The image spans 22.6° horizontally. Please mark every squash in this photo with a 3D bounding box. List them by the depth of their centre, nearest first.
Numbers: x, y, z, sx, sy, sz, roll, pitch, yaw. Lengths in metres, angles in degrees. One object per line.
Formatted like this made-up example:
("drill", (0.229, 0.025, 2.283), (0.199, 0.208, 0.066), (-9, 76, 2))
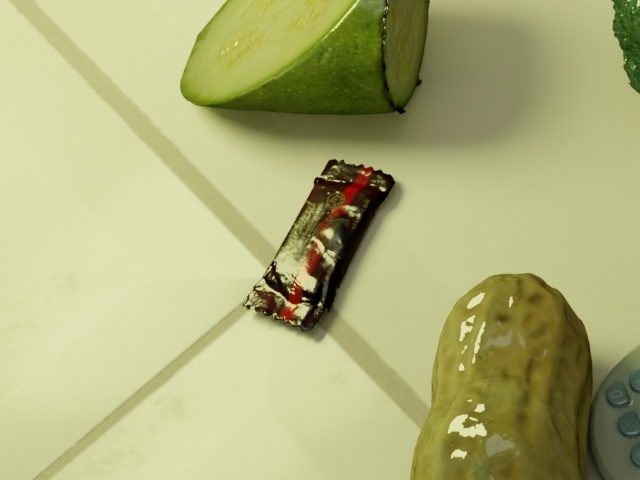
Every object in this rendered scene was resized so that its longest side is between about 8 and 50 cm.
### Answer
("squash", (-0.034, -0.214, 1.552), (0.260, 0.189, 0.189), (8, 63, 18))

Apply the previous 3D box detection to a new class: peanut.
("peanut", (0.150, 0.159, 1.294), (0.143, 0.159, 0.291), (14, 63, -4))

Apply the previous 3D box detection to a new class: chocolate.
("chocolate", (0.000, 0.000, 1.511), (0.086, 0.028, 0.182), (20, 70, 30))

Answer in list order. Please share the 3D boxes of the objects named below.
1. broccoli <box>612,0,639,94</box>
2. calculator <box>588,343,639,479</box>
("broccoli", (0.385, -0.220, 1.412), (0.270, 0.270, 0.270), (-9, 53, -23))
("calculator", (0.367, 0.128, 1.308), (0.303, 0.042, 0.188), (-21, 55, 6))
